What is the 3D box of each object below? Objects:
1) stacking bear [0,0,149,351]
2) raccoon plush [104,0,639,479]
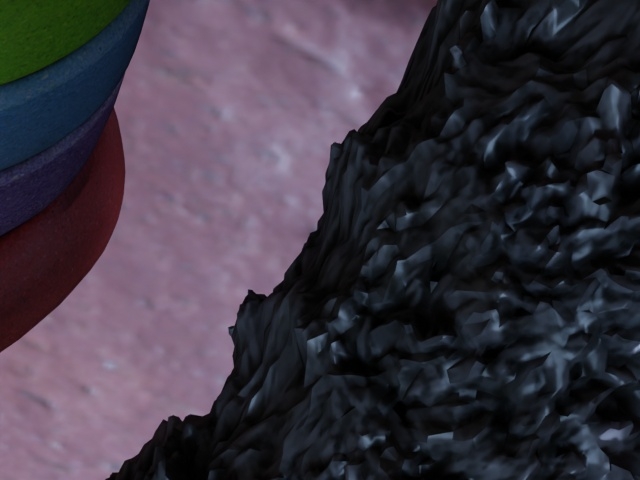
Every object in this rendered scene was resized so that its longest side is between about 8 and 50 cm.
[{"bbox_3d":[-0.117,-0.111,0.459,0.164,0.175,0.289,-14,143,-22],"label":"stacking bear"},{"bbox_3d":[0.000,0.000,0.508,0.299,0.216,0.446,-15,107,-4],"label":"raccoon plush"}]
